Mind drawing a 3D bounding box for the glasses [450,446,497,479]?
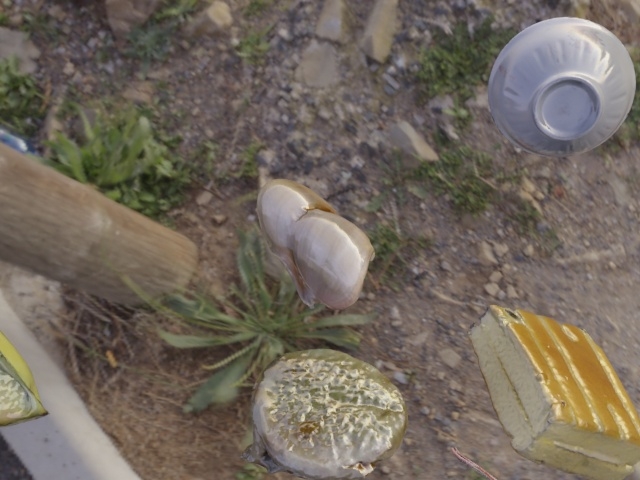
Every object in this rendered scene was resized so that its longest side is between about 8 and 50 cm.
[{"bbox_3d":[0.173,0.408,1.157,0.234,0.118,0.268,-38,57,-4],"label":"glasses"}]

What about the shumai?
[{"bbox_3d":[0.003,0.233,1.100,0.201,0.120,0.201,2,38,-2],"label":"shumai"}]

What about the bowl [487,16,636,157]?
[{"bbox_3d":[0.306,-0.177,1.143,0.189,0.086,0.189,4,117,7],"label":"bowl"}]

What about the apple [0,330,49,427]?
[{"bbox_3d":[-0.404,0.083,0.902,0.120,0.265,0.193,-41,32,-23],"label":"apple"}]

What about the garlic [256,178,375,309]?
[{"bbox_3d":[-0.008,0.002,0.999,0.099,0.124,0.174,-44,65,-11],"label":"garlic"}]

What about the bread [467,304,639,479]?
[{"bbox_3d":[0.358,0.224,1.386,0.111,0.239,0.246,-48,37,28],"label":"bread"}]
